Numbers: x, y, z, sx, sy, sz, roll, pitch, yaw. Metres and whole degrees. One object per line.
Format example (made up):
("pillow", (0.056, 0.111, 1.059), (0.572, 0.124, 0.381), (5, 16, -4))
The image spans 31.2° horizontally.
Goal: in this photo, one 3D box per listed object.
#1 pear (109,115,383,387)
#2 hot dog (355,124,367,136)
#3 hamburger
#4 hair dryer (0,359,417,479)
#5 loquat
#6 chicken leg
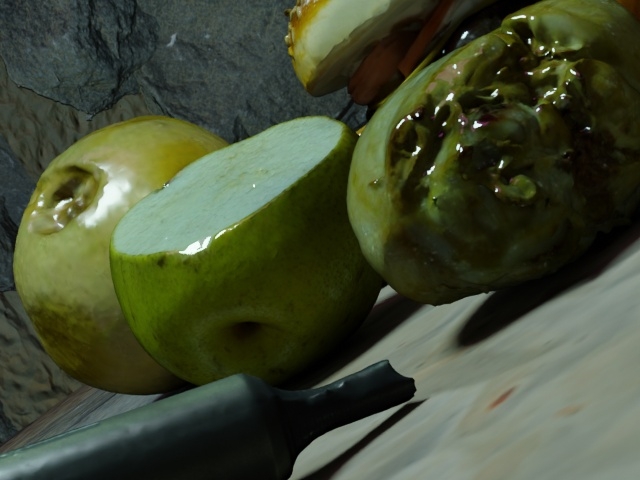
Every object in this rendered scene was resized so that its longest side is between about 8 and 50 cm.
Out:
("pear", (-0.025, 0.014, 0.539), (0.141, 0.104, 0.141), (-23, 26, 12))
("hot dog", (0.000, 0.000, 0.707), (0.249, 0.102, 0.076), (-31, -38, 30))
("hamburger", (0.118, -0.174, 0.919), (0.291, 0.225, 0.291), (-34, -1, -1))
("hair dryer", (-0.090, 0.091, 0.318), (0.248, 0.078, 0.196), (-16, -30, -13))
("loquat", (-0.123, 0.019, 0.864), (0.213, 0.213, 0.213), (-34, 2, 1))
("chicken leg", (0.092, -0.045, 0.420), (0.227, 0.088, 0.103), (-28, -13, -47))
